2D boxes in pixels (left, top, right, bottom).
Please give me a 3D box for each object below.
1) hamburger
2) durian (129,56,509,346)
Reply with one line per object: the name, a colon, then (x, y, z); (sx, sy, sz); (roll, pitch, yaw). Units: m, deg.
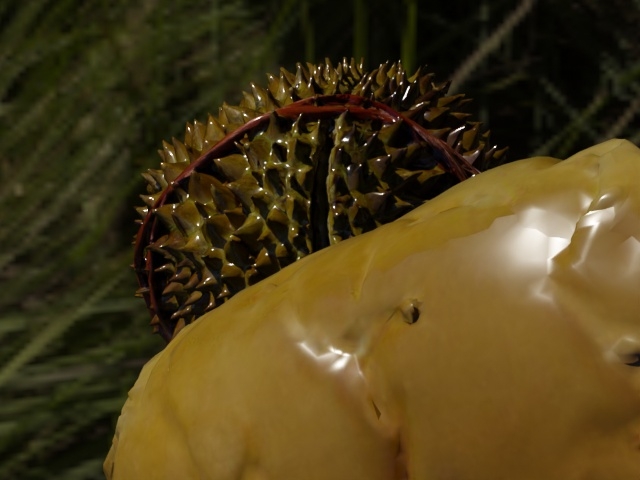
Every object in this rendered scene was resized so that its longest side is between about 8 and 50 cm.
hamburger: (0.074, 0.129, 0.583); (0.319, 0.158, 0.318); (3, 95, 31)
durian: (0.004, -0.003, 1.701); (0.348, 0.384, 0.347); (1, 94, 20)
